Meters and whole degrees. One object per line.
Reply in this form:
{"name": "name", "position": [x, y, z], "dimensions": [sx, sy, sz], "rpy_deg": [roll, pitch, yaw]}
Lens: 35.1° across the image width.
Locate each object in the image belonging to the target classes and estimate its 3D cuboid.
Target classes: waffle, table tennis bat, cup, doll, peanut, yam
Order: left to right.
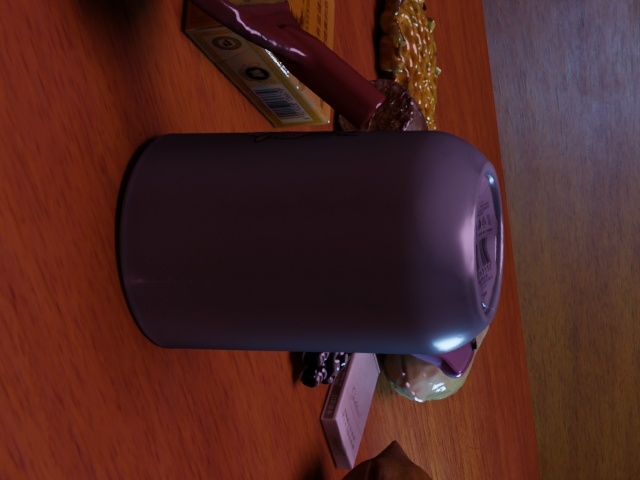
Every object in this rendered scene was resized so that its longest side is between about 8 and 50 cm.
{"name": "table tennis bat", "position": [-0.073, -0.208, 0.869], "dimensions": [0.310, 0.038, 0.200], "rpy_deg": [40, 20, 0]}
{"name": "cup", "position": [0.000, 0.000, 0.919], "dimensions": [0.205, 0.312, 0.205], "rpy_deg": [0, 90, -70]}
{"name": "doll", "position": [0.025, 0.128, 1.363], "dimensions": [0.219, 0.067, 0.091], "rpy_deg": [-38, 136, -59]}
{"name": "yam", "position": [0.112, -0.156, 1.586], "dimensions": [0.128, 0.129, 0.238], "rpy_deg": [-53, 152, -6]}
{"name": "waffle", "position": [0.164, -0.327, 1.852], "dimensions": [0.329, 0.062, 0.329], "rpy_deg": [-3, 90, -70]}
{"name": "peanut", "position": [0.206, 0.172, 1.769], "dimensions": [0.340, 0.158, 0.174], "rpy_deg": [-63, 169, -49]}

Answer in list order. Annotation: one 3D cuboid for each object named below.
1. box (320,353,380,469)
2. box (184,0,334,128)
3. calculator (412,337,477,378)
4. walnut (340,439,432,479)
{"name": "box", "position": [0.045, 0.223, 1.476], "dimensions": [0.198, 0.029, 0.109], "rpy_deg": [-69, 151, -48]}
{"name": "box", "position": [-0.059, -0.259, 1.148], "dimensions": [0.274, 0.076, 0.174], "rpy_deg": [40, 49, -66]}
{"name": "calculator", "position": [0.169, 0.099, 1.665], "dimensions": [0.294, 0.194, 0.043], "rpy_deg": [-75, -167, -51]}
{"name": "walnut", "position": [0.078, 0.403, 1.291], "dimensions": [0.203, 0.203, 0.298], "rpy_deg": [61, 33, -53]}
